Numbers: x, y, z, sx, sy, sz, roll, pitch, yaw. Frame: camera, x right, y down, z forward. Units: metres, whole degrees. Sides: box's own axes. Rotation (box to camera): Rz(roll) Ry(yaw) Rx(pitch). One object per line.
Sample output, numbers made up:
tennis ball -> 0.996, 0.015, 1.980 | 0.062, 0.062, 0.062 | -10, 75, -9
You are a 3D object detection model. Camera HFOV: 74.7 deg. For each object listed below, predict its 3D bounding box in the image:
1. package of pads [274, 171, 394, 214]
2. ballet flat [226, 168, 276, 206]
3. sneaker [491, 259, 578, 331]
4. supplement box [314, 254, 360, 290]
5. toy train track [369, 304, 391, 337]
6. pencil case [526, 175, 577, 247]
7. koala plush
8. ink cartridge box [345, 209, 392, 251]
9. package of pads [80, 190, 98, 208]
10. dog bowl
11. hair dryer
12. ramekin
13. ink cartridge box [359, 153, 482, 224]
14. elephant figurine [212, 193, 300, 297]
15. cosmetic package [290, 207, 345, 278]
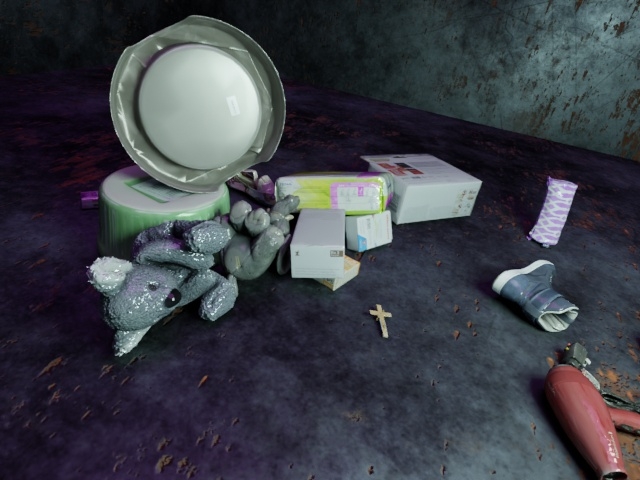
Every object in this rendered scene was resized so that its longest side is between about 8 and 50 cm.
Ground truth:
package of pads -> 0.044, -0.136, 1.159 | 0.297, 0.101, 0.229 | 2, 14, 15
ballet flat -> -0.192, -0.167, 1.252 | 0.222, 0.079, 0.077 | 26, 33, 24
sneaker -> 0.530, 0.127, 0.976 | 0.226, 0.086, 0.163 | -11, 38, -34
supplement box -> 0.038, 0.070, 0.970 | 0.062, 0.036, 0.098 | 28, 35, 29
toy train track -> 0.124, 0.167, 0.860 | 0.048, 0.014, 0.083 | 11, 36, -13
pencil case -> 0.704, -0.087, 1.278 | 0.088, 0.205, 0.086 | 16, 18, 14
koala plush -> -0.291, 0.079, 0.728 | 0.204, 0.196, 0.221 | 8, 29, 19
ink cartridge box -> 0.127, -0.029, 1.102 | 0.123, 0.088, 0.052 | -14, 16, -35
package of pads -> -0.574, -0.107, 1.084 | 0.083, 0.031, 0.050 | -10, 33, -30
dog bowl -> -0.255, -0.281, 0.897 | 0.349, 0.348, 0.102 | -5, 22, -24
hair dryer -> 0.497, 0.287, 0.706 | 0.224, 0.080, 0.294 | 32, 37, 31
ramekin -> -0.351, -0.062, 0.962 | 0.304, 0.148, 0.303 | 8, 31, -5
ink cartridge box -> 0.309, -0.182, 1.379 | 0.310, 0.130, 0.272 | -7, 33, -27
elephant figurine -> -0.120, 0.000, 0.942 | 0.169, 0.186, 0.239 | 57, 14, 10
cosmetic package -> 0.000, 0.000, 0.972 | 0.118, 0.085, 0.231 | 1, 26, 5
